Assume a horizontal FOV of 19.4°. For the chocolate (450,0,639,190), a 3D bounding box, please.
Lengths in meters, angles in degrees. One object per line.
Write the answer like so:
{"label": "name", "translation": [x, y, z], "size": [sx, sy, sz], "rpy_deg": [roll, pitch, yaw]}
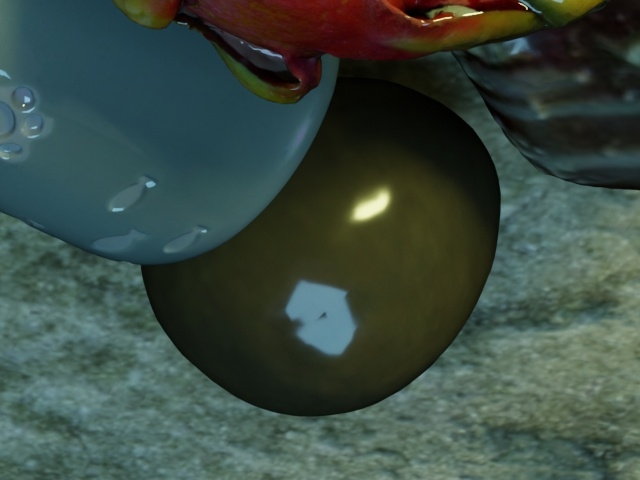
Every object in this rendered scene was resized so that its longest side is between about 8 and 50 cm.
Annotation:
{"label": "chocolate", "translation": [0.177, -0.167, 1.198], "size": [0.210, 0.225, 0.340], "rpy_deg": [-10, 138, 24]}

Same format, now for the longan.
{"label": "longan", "translation": [0.000, 0.000, 1.343], "size": [0.258, 0.258, 0.258], "rpy_deg": [-3, 137, -2]}

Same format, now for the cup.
{"label": "cup", "translation": [-0.180, -0.130, 1.203], "size": [0.274, 0.259, 0.357], "rpy_deg": [31, 157, -32]}

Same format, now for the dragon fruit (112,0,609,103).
{"label": "dragon fruit", "translation": [0.014, -0.200, 0.979], "size": [0.307, 0.227, 0.243], "rpy_deg": [-16, 104, -6]}
